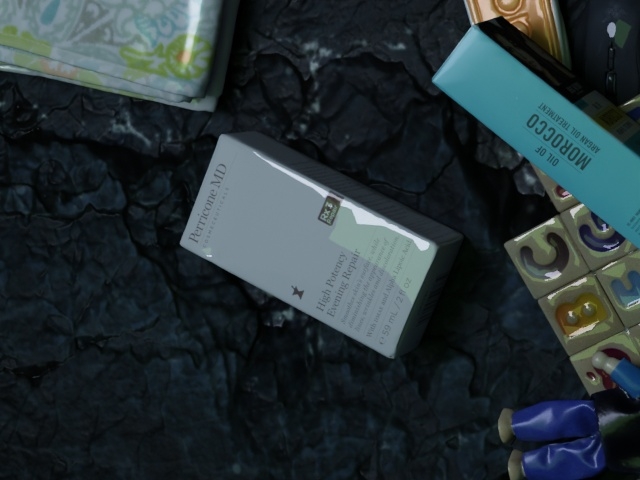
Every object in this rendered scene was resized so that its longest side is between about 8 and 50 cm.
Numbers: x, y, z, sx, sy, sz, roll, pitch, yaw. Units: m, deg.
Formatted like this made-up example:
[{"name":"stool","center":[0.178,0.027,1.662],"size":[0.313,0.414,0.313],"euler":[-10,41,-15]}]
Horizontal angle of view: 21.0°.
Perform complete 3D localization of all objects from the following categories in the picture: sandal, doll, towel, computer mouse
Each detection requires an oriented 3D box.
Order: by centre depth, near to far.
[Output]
[{"name":"computer mouse","center":[0.242,-0.099,1.459],"size":[0.071,0.041,0.242],"euler":[6,99,22]},{"name":"sandal","center":[0.149,-0.231,1.464],"size":[0.102,0.076,0.265],"euler":[-18,89,24]},{"name":"doll","center":[0.247,0.156,1.464],"size":[0.189,0.046,0.129],"euler":[-12,93,22]},{"name":"towel","center":[-0.210,-0.324,1.606],"size":[0.320,0.090,0.374],"euler":[14,101,18]}]

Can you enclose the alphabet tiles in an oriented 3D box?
[{"name":"alphabet tiles","center":[0.337,0.000,1.426],"size":[0.342,0.011,0.285],"euler":[-29,92,24]}]

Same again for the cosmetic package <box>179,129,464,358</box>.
[{"name":"cosmetic package","center":[0.000,0.000,1.552],"size":[0.231,0.085,0.117],"euler":[26,105,17]}]

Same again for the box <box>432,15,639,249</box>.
[{"name":"box","center":[0.211,-0.081,1.393],"size":[0.244,0.100,0.060],"euler":[40,111,8]}]
